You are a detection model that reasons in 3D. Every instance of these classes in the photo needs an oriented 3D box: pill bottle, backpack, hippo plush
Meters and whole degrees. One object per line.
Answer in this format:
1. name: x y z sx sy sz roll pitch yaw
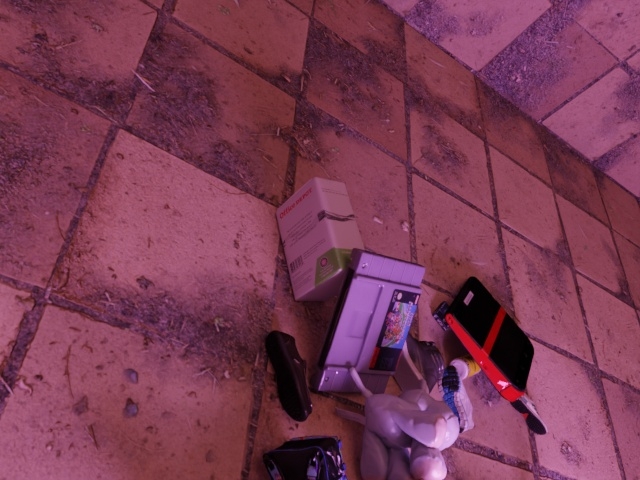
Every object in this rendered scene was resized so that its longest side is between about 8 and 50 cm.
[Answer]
1. pill bottle: 0.452 0.383 1.746 0.116 0.065 0.065 -5 66 -44
2. backpack: -0.020 0.506 1.182 0.117 0.158 0.173 0 75 -62
3. hippo plush: 0.207 0.473 1.407 0.294 0.234 0.237 24 7 31

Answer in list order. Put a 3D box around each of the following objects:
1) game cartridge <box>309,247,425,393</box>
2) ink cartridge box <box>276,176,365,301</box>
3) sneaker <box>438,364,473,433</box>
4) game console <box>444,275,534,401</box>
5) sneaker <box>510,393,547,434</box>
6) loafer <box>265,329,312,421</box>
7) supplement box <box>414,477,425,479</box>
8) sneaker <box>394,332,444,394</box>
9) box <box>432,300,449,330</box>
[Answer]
1. game cartridge: 0.126 0.210 1.420 0.230 0.068 0.354 14 96 -31
2. ink cartridge box: 0.000 0.000 1.512 0.115 0.198 0.272 7 59 -39
3. sneaker: 0.400 0.459 1.655 0.083 0.071 0.190 14 62 -43
4. game console: 0.554 0.308 1.852 0.342 0.060 0.386 50 29 6
5. sneaker: 0.683 0.548 1.840 0.161 0.057 0.075 50 47 2
6. loafer: -0.058 0.310 1.333 0.078 0.080 0.220 1 62 -41
7. supplement box: 0.185 0.648 1.227 0.191 0.194 0.129 53 42 2
8. sneaker: 0.244 0.291 1.605 0.147 0.105 0.295 -23 85 -49
9. box: 0.399 0.242 1.831 0.067 0.018 0.083 53 41 2
